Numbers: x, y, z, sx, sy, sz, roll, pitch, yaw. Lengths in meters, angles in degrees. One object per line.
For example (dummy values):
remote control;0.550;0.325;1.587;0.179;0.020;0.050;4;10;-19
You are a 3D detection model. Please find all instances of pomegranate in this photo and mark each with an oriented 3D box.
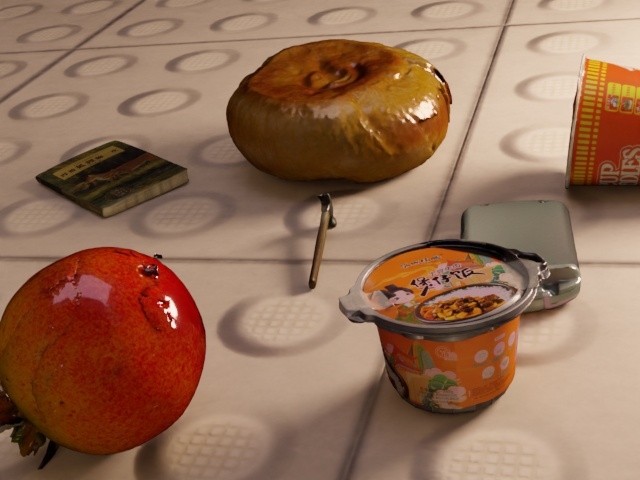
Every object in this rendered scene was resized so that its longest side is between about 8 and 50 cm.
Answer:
pomegranate;-0.225;0.116;1.029;0.235;0.210;0.210;-41;35;-8

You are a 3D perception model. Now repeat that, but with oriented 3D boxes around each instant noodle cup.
instant noodle cup;0.445;-0.150;1.396;0.212;0.193;0.193;7;30;14
instant noodle cup;0.129;0.093;1.051;0.208;0.125;0.177;-5;28;5

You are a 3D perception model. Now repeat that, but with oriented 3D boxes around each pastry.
pastry;0.031;-0.195;1.610;0.356;0.164;0.356;-3;31;2

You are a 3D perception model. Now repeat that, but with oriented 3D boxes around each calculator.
calculator;0.239;0.011;1.264;0.141;0.045;0.246;-4;27;9

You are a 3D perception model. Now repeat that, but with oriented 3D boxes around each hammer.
hammer;0.000;0.000;1.356;0.017;0.062;0.182;-4;34;11

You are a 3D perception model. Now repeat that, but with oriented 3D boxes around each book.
book;-0.337;-0.102;1.677;0.160;0.024;0.228;-29;34;-30
